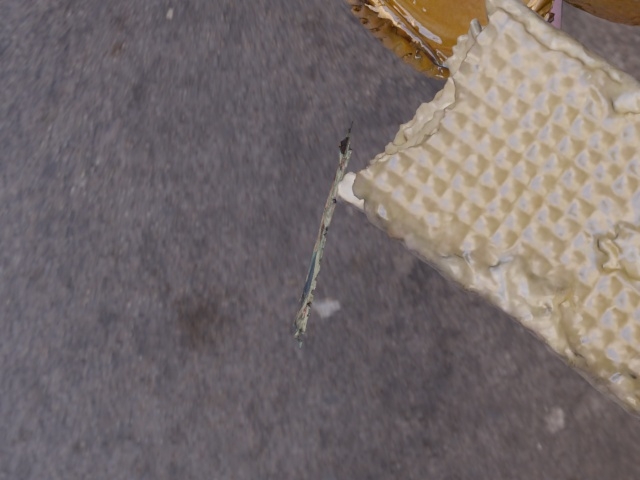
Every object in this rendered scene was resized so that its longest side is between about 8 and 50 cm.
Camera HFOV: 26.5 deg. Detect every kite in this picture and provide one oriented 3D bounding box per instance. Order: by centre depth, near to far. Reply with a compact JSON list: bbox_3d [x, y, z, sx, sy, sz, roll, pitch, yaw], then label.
[{"bbox_3d":[-0.001,0.000,1.754,0.014,0.406,0.368,14,137,-2],"label":"kite"}]

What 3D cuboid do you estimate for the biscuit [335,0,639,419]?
[{"bbox_3d":[0.126,0.007,0.519,0.239,0.062,0.108,37,100,17],"label":"biscuit"}]

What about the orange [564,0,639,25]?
[{"bbox_3d":[0.317,-0.402,1.387,0.322,0.322,0.357,-34,99,7],"label":"orange"}]

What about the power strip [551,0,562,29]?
[{"bbox_3d":[0.292,-0.245,1.866,0.038,0.279,0.109,21,132,-5],"label":"power strip"}]

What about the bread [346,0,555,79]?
[{"bbox_3d":[0.120,-0.249,1.290,0.199,0.104,0.199,-1,95,-9],"label":"bread"}]
